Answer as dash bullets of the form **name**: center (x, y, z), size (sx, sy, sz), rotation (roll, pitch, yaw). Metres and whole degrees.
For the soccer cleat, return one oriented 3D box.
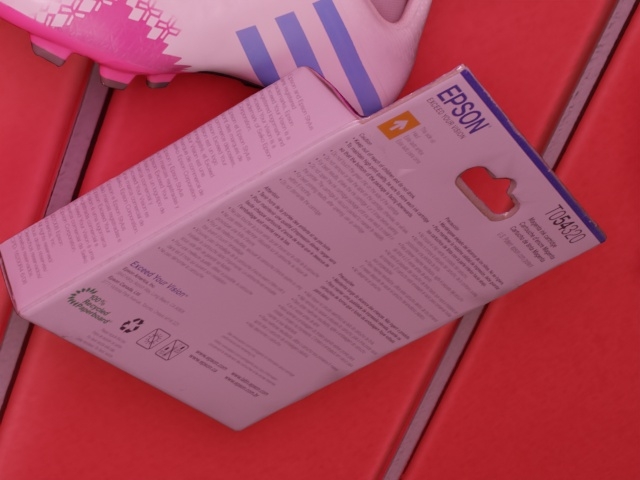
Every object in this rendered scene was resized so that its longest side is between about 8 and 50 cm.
- **soccer cleat**: center (-0.064, -0.164, 1.178), size (0.331, 0.116, 0.143), rotation (10, 114, -43)

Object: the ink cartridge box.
- **ink cartridge box**: center (0.000, 0.000, 1.291), size (0.330, 0.071, 0.324), rotation (-29, 151, 12)
